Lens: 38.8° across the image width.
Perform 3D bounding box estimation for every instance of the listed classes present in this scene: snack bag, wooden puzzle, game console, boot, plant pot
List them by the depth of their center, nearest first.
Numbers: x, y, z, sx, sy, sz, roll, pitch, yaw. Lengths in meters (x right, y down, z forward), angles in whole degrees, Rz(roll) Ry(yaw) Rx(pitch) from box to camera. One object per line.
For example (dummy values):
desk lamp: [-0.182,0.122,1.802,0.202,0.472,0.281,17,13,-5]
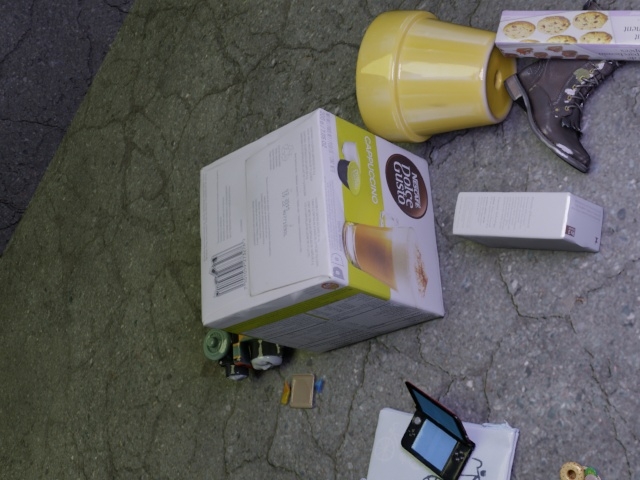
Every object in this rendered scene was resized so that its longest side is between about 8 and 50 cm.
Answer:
boot: [0.456,-0.271,1.562,0.229,0.091,0.263,-39,58,21]
game console: [0.191,0.337,1.594,0.144,0.085,0.124,31,97,48]
snack bag: [0.195,0.477,1.622,0.323,0.037,0.342,-2,73,46]
plant pot: [0.230,-0.305,1.712,0.239,0.254,0.254,8,83,31]
wooden puzzle: [-0.038,0.321,1.938,0.116,0.014,0.078,0,82,47]

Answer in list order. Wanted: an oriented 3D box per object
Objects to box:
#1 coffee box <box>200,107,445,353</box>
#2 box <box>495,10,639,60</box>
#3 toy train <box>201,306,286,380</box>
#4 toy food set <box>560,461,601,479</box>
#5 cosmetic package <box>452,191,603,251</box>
coffee box: [0.000,0.000,1.764,0.338,0.334,0.337,-23,61,38]
box: [0.455,-0.341,1.508,0.324,0.063,0.067,9,80,31]
toy train: [-0.163,0.143,2.046,0.190,0.142,0.334,-19,64,31]
toy food set: [0.410,0.395,1.431,0.082,0.020,0.083,12,86,48]
cosmetic package: [0.354,-0.033,1.564,0.231,0.117,0.085,1,79,46]
